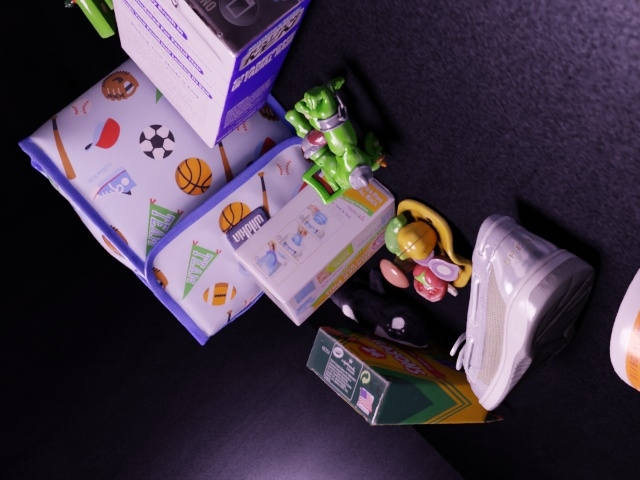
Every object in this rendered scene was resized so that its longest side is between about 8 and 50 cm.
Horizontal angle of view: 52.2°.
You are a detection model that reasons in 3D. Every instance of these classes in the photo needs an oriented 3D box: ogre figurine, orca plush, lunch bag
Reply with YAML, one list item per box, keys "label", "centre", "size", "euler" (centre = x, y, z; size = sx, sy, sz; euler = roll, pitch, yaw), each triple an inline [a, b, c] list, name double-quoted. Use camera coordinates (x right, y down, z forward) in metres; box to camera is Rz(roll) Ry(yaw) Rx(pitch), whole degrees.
- label: "ogre figurine"
  centre: [0.012, -0.112, 0.758]
  size: [0.118, 0.096, 0.197]
  euler: [60, 155, -7]
- label: "orca plush"
  centre: [0.108, 0.098, 1.222]
  size: [0.151, 0.102, 0.287]
  euler: [4, -166, -20]
- label: "lunch bag"
  centre: [-0.185, -0.085, 0.984]
  size: [0.385, 0.328, 0.239]
  euler: [51, 166, -9]

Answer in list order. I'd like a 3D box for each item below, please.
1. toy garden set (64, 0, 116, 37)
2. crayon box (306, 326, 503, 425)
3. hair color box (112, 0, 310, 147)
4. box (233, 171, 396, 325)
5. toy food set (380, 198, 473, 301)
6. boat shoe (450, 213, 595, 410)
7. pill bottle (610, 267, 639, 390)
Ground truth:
- label: "toy garden set"
  centre: [-0.342, -0.408, 0.852]
  size: [0.204, 0.049, 0.244]
  euler: [60, -167, -48]
- label: "crayon box"
  centre: [0.163, 0.237, 1.151]
  size: [0.318, 0.081, 0.202]
  euler: [11, -168, -37]
- label: "hair color box"
  centre: [-0.133, -0.238, 0.718]
  size: [0.185, 0.110, 0.339]
  euler: [49, 168, -5]
- label: "box"
  centre: [0.000, 0.000, 0.896]
  size: [0.103, 0.203, 0.114]
  euler: [43, 170, 22]
- label: "toy food set"
  centre: [0.129, 0.032, 0.869]
  size: [0.128, 0.071, 0.218]
  euler: [43, 168, 18]
- label: "boat shoe"
  centre: [0.204, 0.090, 0.712]
  size: [0.103, 0.118, 0.320]
  euler: [47, 166, 29]
- label: "pill bottle"
  centre: [0.284, 0.079, 0.345]
  size: [0.221, 0.121, 0.121]
  euler: [35, 163, 48]
